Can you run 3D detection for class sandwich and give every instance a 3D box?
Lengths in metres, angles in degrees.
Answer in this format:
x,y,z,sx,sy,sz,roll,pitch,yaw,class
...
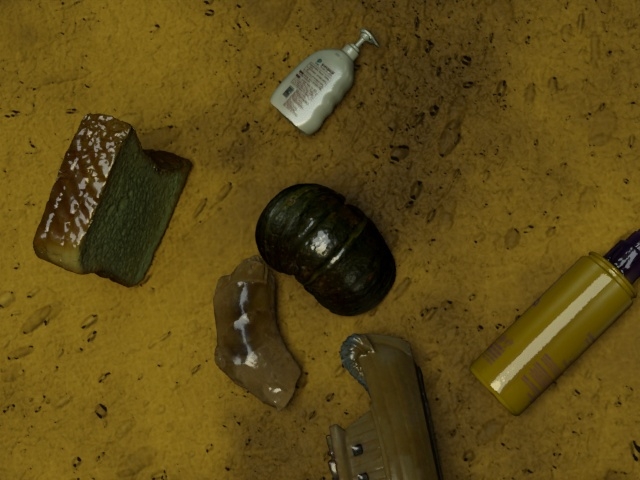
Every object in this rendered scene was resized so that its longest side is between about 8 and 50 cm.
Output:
x,y,z,sx,sy,sz,roll,pitch,yaw,class
-0.244,-0.043,1.238,0.065,0.214,0.186,20,84,14,sandwich

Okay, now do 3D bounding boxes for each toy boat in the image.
x,y,z,sx,sy,sz,roll,pitch,yaw,class
0.072,0.255,1.140,0.121,0.089,0.321,-11,61,4,toy boat

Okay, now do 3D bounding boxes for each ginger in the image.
x,y,z,sx,sy,sz,roll,pitch,yaw,class
-0.079,0.113,1.244,0.095,0.069,0.190,-13,75,8,ginger

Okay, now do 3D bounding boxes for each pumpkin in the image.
x,y,z,sx,sy,sz,roll,pitch,yaw,class
0.000,0.000,1.231,0.183,0.108,0.119,34,82,18,pumpkin

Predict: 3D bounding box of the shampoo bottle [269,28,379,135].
x,y,z,sx,sy,sz,roll,pitch,yaw,class
0.009,-0.208,1.306,0.077,0.045,0.152,42,91,19,shampoo bottle

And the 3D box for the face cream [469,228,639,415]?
x,y,z,sx,sy,sz,roll,pitch,yaw,class
0.288,0.076,1.166,0.273,0.078,0.078,-45,73,1,face cream
